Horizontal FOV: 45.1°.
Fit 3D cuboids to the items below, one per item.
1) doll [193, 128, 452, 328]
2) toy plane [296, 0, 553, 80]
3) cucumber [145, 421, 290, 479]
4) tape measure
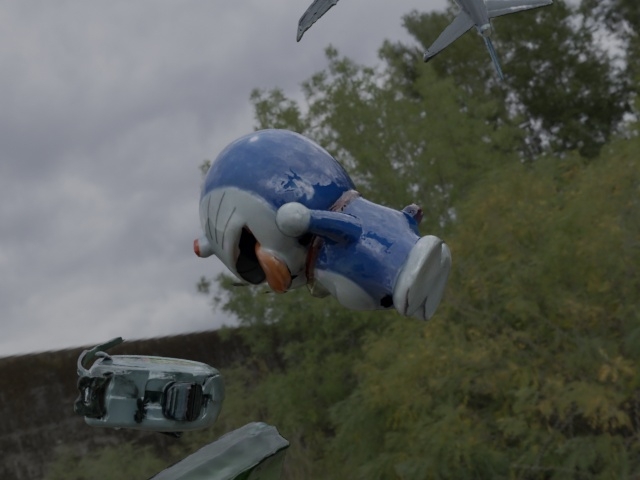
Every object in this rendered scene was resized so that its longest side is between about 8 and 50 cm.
[{"bbox_3d":[0.000,0.000,0.748,0.161,0.257,0.215,-58,-23,-10],"label":"doll"},{"bbox_3d":[0.077,-0.209,0.508,0.226,0.226,0.058,-23,-23,14],"label":"toy plane"},{"bbox_3d":[-0.056,0.222,0.451,0.130,0.191,0.191,-25,-9,-32],"label":"cucumber"},{"bbox_3d":[-0.204,0.168,0.893,0.164,0.084,0.330,14,-7,-13],"label":"tape measure"}]
